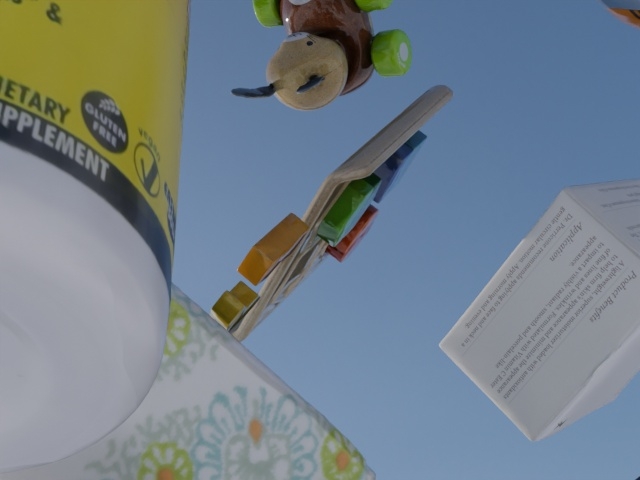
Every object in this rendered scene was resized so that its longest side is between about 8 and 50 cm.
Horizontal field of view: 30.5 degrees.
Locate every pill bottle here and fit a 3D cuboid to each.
[{"bbox_3d":[-0.148,-0.090,0.486,0.188,0.334,0.188,-1,-38,-1],"label":"pill bottle"}]

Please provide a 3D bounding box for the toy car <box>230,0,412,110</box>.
[{"bbox_3d":[-0.016,-0.199,1.246,0.155,0.188,0.149,-3,-61,31],"label":"toy car"}]

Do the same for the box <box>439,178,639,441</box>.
[{"bbox_3d":[0.229,0.053,0.995,0.182,0.119,0.181,-8,-41,-55],"label":"box"}]

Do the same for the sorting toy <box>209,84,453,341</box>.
[{"bbox_3d":[0.000,0.000,0.991,0.229,0.041,0.307,-54,-6,37],"label":"sorting toy"}]

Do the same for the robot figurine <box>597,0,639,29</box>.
[{"bbox_3d":[0.205,-0.180,0.560,0.291,0.085,0.211,6,-81,-47],"label":"robot figurine"}]

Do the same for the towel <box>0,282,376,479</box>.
[{"bbox_3d":[-0.164,0.185,0.811,0.374,0.320,0.090,44,-29,-17],"label":"towel"}]

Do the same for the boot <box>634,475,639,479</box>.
[{"bbox_3d":[0.194,0.163,0.427,0.091,0.229,0.263,-11,18,36],"label":"boot"}]
